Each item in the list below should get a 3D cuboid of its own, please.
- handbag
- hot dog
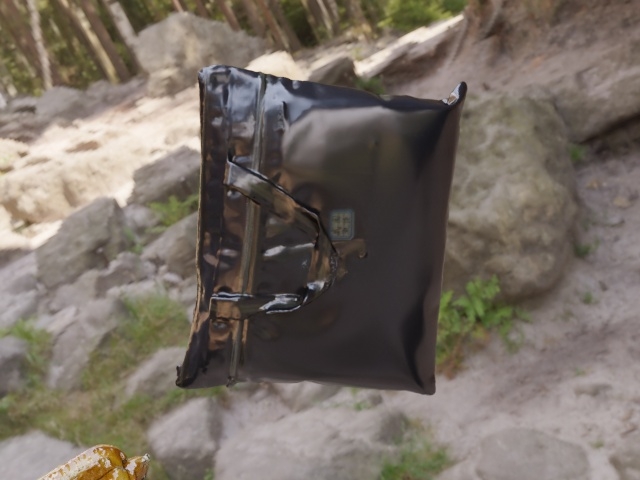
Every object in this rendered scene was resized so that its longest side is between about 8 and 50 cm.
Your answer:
[{"bbox_3d":[0.000,0.000,0.701,0.211,0.254,0.089,2,13,-12],"label":"handbag"},{"bbox_3d":[-0.279,0.294,0.937,0.249,0.076,0.102,-30,53,-7],"label":"hot dog"}]
